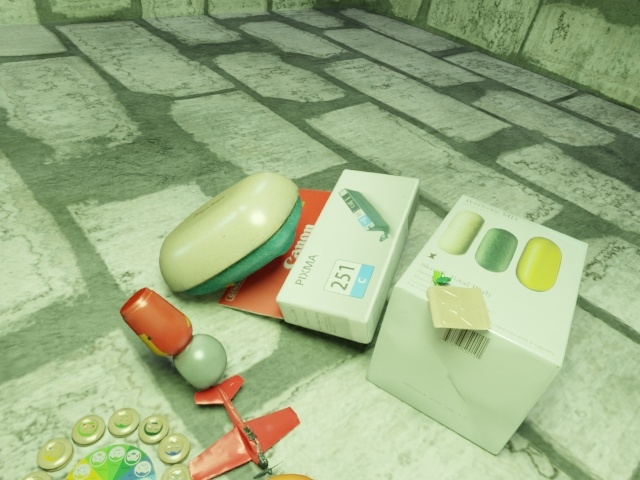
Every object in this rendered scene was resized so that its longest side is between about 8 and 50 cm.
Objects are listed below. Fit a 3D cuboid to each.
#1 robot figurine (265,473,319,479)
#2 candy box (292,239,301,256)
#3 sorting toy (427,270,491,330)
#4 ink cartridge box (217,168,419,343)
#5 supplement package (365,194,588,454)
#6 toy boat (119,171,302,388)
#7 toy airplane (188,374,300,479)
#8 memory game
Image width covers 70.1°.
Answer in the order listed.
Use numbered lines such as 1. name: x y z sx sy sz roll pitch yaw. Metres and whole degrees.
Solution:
1. robot figurine: 0.002 0.286 0.398 0.158 0.219 0.128 -5 54 52
2. candy box: 0.010 0.039 0.807 0.109 0.053 0.187 -10 41 -22
3. sorting toy: 0.153 0.067 0.518 0.062 0.012 0.083 1 45 1
4. ink cartridge box: 0.000 0.000 0.746 0.261 0.066 0.296 10 50 21
5. supplement package: 0.225 0.102 0.655 0.199 0.198 0.262 26 41 20
6. toy boat: -0.148 0.048 0.656 0.148 0.267 0.318 50 34 -22
7. toy airplane: -0.100 0.225 0.566 0.151 0.028 0.151 8 34 -6
8. memory game: -0.234 0.268 0.500 0.186 0.012 0.186 6 39 -5
